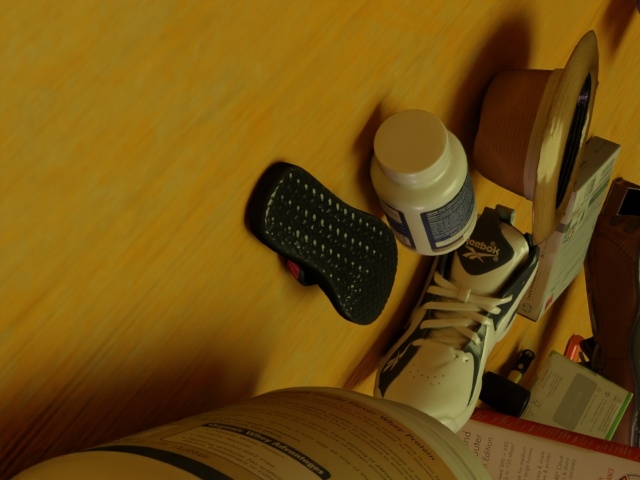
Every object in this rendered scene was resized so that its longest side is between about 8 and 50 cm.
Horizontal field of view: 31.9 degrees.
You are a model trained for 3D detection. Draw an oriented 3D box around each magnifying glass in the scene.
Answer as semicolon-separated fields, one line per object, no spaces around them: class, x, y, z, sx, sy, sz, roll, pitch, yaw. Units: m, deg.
magnifying glass;0.392;0.254;1.845;0.092;0.026;0.231;-35;146;-49

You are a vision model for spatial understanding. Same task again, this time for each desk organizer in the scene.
desk organizer;0.421;-0.019;1.587;0.047;0.050;0.130;-18;129;-60

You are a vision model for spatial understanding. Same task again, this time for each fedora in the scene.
fedora;0.176;-0.090;0.929;0.194;0.079;0.194;14;90;-73

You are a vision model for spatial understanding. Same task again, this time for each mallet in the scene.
mallet;0.236;0.167;1.409;0.189;0.062;0.039;-45;158;-70

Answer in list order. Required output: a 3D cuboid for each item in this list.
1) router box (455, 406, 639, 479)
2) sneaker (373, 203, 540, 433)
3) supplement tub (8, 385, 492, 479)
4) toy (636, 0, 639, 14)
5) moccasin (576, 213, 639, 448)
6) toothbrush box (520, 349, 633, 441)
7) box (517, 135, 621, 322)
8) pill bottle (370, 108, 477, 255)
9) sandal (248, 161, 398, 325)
router box;0.269;0.388;1.268;0.082;0.301;0.335;-1;101;-71
sneaker;0.119;0.052;0.950;0.235;0.094;0.153;-39;145;-45
supplement tub;-0.032;0.201;0.601;0.316;0.228;0.228;-3;116;-65
toy;0.379;-0.300;1.204;0.137;0.056;0.237;28;82;-64
moccasin;0.420;0.148;1.550;0.139;0.147;0.380;-26;113;-29
toothbrush box;0.291;0.304;1.500;0.206;0.122;0.283;-55;166;-23
box;0.292;-0.014;1.329;0.145;0.038;0.186;-38;145;-47
pill bottle;0.072;-0.041;0.783;0.067;0.067;0.120;-59;157;-14
sandal;0.000;0.000;0.719;0.179;0.040;0.067;42;69;-52
